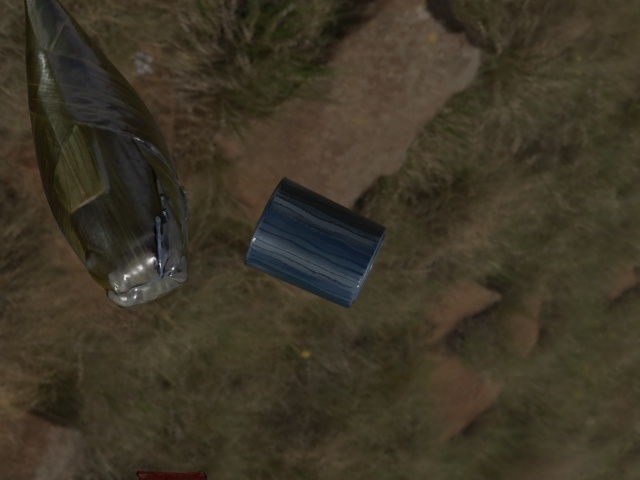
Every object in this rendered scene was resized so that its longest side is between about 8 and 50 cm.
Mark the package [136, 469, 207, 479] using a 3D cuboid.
[{"bbox_3d":[-0.137,0.324,1.122,0.083,0.200,0.022,3,130,-28],"label":"package"}]

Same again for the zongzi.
[{"bbox_3d":[-0.343,-0.148,1.590,0.208,0.403,0.432,-21,129,-5],"label":"zongzi"}]

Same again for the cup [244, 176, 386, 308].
[{"bbox_3d":[0.002,-0.006,1.263,0.113,0.138,0.150,112,5,-47],"label":"cup"}]
